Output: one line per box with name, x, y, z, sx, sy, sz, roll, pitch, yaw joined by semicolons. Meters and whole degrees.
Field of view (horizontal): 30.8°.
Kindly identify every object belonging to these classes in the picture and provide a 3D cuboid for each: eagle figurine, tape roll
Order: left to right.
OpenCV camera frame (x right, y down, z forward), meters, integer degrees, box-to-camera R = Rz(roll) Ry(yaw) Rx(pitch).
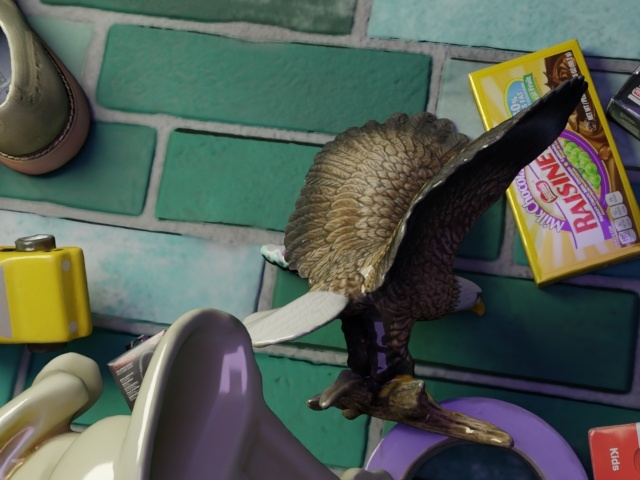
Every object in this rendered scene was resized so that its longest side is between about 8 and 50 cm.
eagle figurine;0.076;0.002;0.937;0.226;0.225;0.298;10;81;12
tape roll;0.126;0.225;0.947;0.189;0.080;0.189;-2;77;7

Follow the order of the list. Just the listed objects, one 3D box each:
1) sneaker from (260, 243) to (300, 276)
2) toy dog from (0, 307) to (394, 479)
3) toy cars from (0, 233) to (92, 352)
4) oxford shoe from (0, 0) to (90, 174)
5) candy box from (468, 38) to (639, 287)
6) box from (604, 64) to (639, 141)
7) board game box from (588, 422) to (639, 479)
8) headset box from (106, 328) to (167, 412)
sneaker;0.000;0.000;1.043;0.098;0.038;0.069;16;78;2
toy dog;-0.187;0.278;0.868;0.407;0.284;0.395;-14;50;38
toy cars;-0.370;-0.019;1.041;0.393;0.087;0.176;42;116;15
oxford shoe;-0.369;-0.238;1.095;0.140;0.146;0.397;-45;75;-4
candy box;0.211;-0.070;1.032;0.105;0.027;0.206;-18;75;8
box;0.389;-0.115;1.003;0.220;0.051;0.175;39;85;15
board game box;0.373;0.271;0.845;0.301;0.086;0.308;-13;72;25
headset box;-0.146;0.124;1.036;0.062;0.032;0.083;-30;76;1
